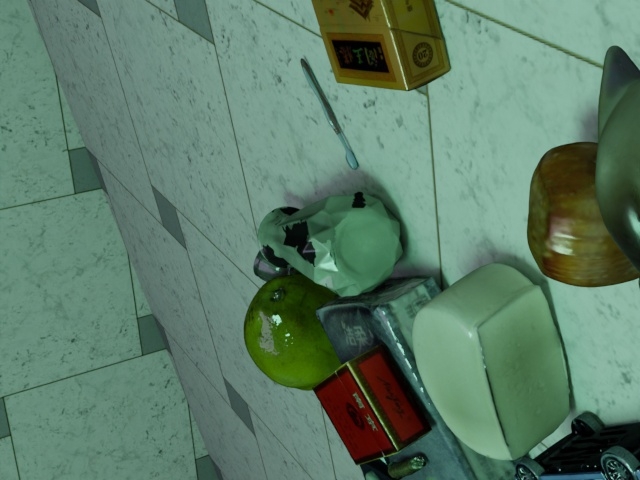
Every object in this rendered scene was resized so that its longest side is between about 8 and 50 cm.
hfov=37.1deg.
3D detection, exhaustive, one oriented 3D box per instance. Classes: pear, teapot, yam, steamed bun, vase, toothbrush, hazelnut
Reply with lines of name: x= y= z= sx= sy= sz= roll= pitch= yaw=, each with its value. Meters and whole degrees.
pear: x=-0.040 y=0.171 z=1.786 sx=0.212 sy=0.212 sz=0.269 roll=41 pitch=161 yaw=42
teapot: x=-0.066 y=0.051 z=1.902 sx=0.091 sy=0.124 sz=0.092 roll=32 pitch=105 yaw=25
yam: x=0.136 y=0.361 z=1.524 sx=0.033 sy=0.027 sz=0.129 roll=57 pitch=158 yaw=12
steamed bun: x=0.219 y=0.154 z=1.266 sx=0.164 sy=0.146 sz=0.241 roll=18 pitch=132 yaw=57
vase: x=0.000 y=0.000 z=1.583 sx=0.165 sy=0.165 sz=0.360 roll=67 pitch=161 yaw=-11
toothbrush: x=0.013 y=-0.198 z=1.497 sx=0.193 sy=0.013 sz=0.019 roll=64 pitch=167 yaw=-5
hazelnut: x=0.282 y=-0.026 z=0.965 sx=0.150 sy=0.150 sz=0.150 roll=48 pitch=154 yaw=32

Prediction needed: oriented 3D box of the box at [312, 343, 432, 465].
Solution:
box: x=0.074 y=0.262 z=1.490 sx=0.153 sy=0.074 sz=0.240 roll=63 pitch=160 yaw=10

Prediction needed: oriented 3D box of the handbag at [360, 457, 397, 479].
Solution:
handbag: x=0.199 y=0.568 z=1.851 sx=0.269 sy=0.118 sz=0.325 roll=27 pitch=141 yaw=55

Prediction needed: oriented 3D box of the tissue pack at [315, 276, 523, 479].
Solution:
tissue pack: x=0.165 y=0.254 z=1.536 sx=0.394 sy=0.124 sz=0.288 roll=64 pitch=158 yaw=-5

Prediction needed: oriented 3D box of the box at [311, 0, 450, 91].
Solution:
box: x=0.052 y=-0.328 z=1.176 sx=0.174 sy=0.076 sz=0.274 roll=24 pitch=137 yaw=59

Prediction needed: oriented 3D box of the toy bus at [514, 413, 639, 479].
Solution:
toy bus: x=0.361 y=0.285 z=1.137 sx=0.133 sy=0.125 sz=0.292 roll=60 pitch=157 yaw=4

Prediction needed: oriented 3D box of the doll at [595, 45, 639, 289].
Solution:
doll: x=0.354 y=-0.020 z=0.681 sx=0.215 sy=0.226 sz=0.370 roll=34 pitch=169 yaw=-32
